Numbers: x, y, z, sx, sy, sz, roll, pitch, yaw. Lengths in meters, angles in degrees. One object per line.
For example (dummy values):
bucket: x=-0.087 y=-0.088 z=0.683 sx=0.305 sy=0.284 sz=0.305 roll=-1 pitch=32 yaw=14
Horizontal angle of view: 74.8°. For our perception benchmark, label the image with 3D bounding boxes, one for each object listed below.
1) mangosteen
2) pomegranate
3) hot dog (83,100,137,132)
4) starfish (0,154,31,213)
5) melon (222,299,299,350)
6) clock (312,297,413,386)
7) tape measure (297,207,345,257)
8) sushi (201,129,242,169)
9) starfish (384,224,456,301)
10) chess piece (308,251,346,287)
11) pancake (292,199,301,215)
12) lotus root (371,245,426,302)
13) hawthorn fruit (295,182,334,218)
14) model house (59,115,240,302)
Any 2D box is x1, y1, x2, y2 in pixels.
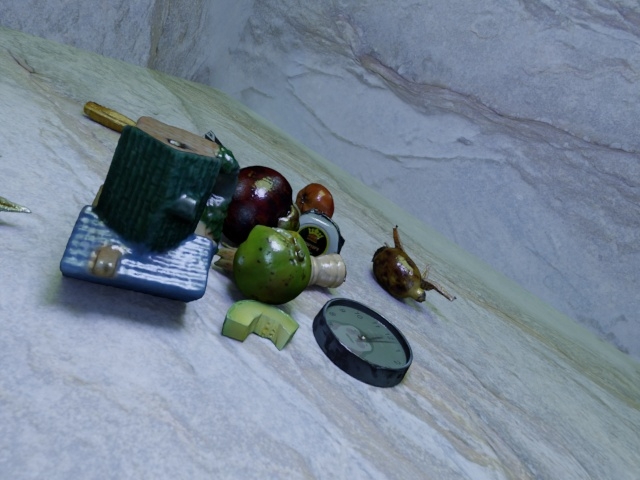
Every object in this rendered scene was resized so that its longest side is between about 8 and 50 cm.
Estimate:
mangosteen: x=-0.212 y=-0.103 z=1.432 sx=0.311 sy=0.311 sz=0.311 roll=25 pitch=21 yaw=-10
pomegranate: x=-0.171 y=0.069 z=1.200 sx=0.301 sy=0.236 sz=0.236 roll=-3 pitch=6 yaw=28
hot dog: x=-0.877 y=-0.507 z=1.819 sx=0.288 sy=0.068 sz=0.083 roll=27 pitch=43 yaw=-16
starfish: x=-0.839 y=-0.123 z=0.954 sx=0.347 sy=0.078 sz=0.358 roll=27 pitch=21 yaw=-5
melon: x=-0.153 y=0.217 z=1.078 sx=0.209 sy=0.064 sz=0.118 roll=24 pitch=20 yaw=-20
clock: x=0.130 y=0.294 z=1.256 sx=0.318 sy=0.066 sz=0.319 roll=26 pitch=20 yaw=-10
tape measure: x=0.000 y=0.000 z=1.579 sx=0.235 sy=0.207 sz=0.115 roll=27 pitch=18 yaw=1
sushi: x=-0.460 y=-0.331 z=1.873 sx=0.294 sy=0.059 sz=0.292 roll=53 pitch=21 yaw=-16
starfish: x=0.424 y=0.118 z=1.846 sx=0.384 sy=0.132 sz=0.398 roll=57 pitch=8 yaw=12
chess piece: x=-0.071 y=0.102 z=1.398 sx=0.300 sy=0.137 sz=0.137 roll=2 pitch=32 yaw=-31
pancake: x=-0.171 y=-0.194 z=1.866 sx=0.254 sy=0.037 sz=0.253 roll=49 pitch=-10 yaw=12
lotus root: x=0.315 y=0.135 z=1.714 sx=0.141 sy=0.170 sz=0.314 roll=-11 pitch=45 yaw=-37
hawthorn fruit: x=-0.009 y=-0.163 z=1.976 sx=0.225 sy=0.197 sz=0.196 roll=25 pitch=17 yaw=-47
model house: x=-0.361 y=-0.050 z=0.967 sx=0.334 sy=0.382 sz=0.343 roll=17 pitch=18 yaw=-23
